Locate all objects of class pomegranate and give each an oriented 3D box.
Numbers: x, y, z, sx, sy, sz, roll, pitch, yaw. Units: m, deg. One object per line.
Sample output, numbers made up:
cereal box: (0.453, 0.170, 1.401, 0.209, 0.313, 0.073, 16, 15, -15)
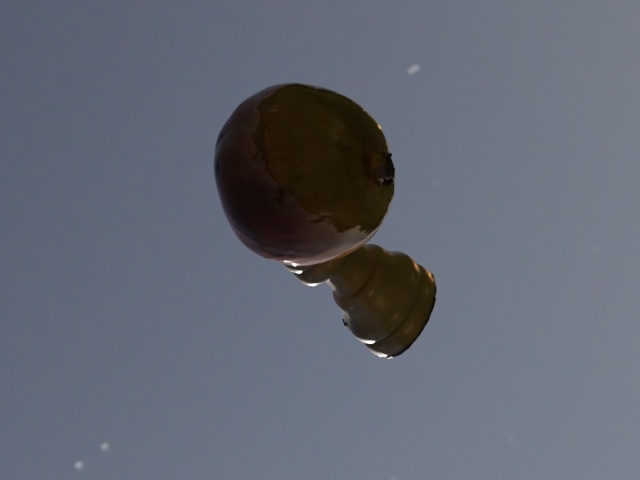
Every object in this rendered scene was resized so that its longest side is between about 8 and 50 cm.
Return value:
pomegranate: (-0.014, -0.067, 1.684, 0.191, 0.191, 0.191, 40, -146, -34)

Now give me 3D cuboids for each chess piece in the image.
chess piece: (0.000, 0.000, 1.994, 0.307, 0.124, 0.138, 42, -118, -26)
